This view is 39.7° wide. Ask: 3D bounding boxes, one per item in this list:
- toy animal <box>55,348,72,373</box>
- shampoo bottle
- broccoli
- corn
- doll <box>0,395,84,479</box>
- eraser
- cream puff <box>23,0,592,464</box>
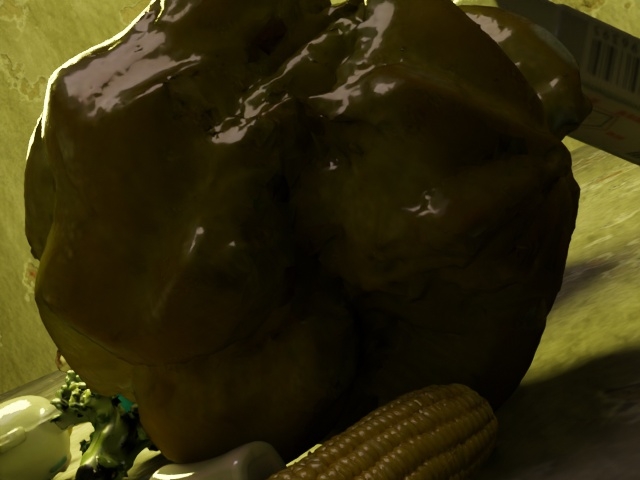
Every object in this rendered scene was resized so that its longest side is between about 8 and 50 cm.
[{"bbox_3d":[-0.201,0.113,1.314,0.302,0.194,0.344,-17,0,22],"label":"toy animal"},{"bbox_3d":[-0.058,0.155,0.496,0.099,0.072,0.043,-22,-2,39],"label":"shampoo bottle"},{"bbox_3d":[-0.189,0.177,0.874,0.155,0.167,0.160,113,180,-45],"label":"broccoli"},{"bbox_3d":[0.016,0.129,0.434,0.203,0.072,0.072,-25,2,-43],"label":"corn"},{"bbox_3d":[-0.359,0.247,1.007,0.252,0.111,0.237,-27,-12,-27],"label":"doll"},{"bbox_3d":[0.252,-0.101,0.685,0.351,0.061,0.089,18,-15,-18],"label":"eraser"},{"bbox_3d":[0.012,-0.010,0.549,0.378,0.378,0.275,-25,29,-25],"label":"cream puff"}]
